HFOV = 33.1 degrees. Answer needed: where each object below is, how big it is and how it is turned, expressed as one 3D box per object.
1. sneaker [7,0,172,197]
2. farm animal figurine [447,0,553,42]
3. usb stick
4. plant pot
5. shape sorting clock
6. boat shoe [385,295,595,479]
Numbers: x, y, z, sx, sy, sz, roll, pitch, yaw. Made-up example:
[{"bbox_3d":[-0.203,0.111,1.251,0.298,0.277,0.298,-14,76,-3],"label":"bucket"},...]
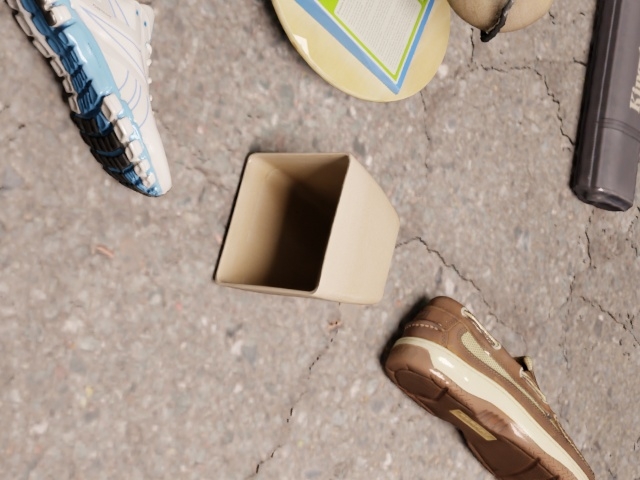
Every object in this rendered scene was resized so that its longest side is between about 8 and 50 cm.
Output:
[{"bbox_3d":[-0.139,-0.122,0.751,0.083,0.071,0.191,-36,112,-31],"label":"sneaker"},{"bbox_3d":[0.179,-0.285,0.887,0.330,0.172,0.327,27,57,2],"label":"farm animal figurine"},{"bbox_3d":[0.306,-0.166,1.096,0.077,0.045,0.278,17,79,-34],"label":"usb stick"},{"bbox_3d":[0.000,0.000,0.837,0.096,0.109,0.109,27,73,-45],"label":"plant pot"},{"bbox_3d":[0.033,-0.216,0.900,0.206,0.040,0.206,9,77,-43],"label":"shape sorting clock"},{"bbox_3d":[0.172,0.145,0.964,0.257,0.095,0.095,44,59,-26],"label":"boat shoe"}]
